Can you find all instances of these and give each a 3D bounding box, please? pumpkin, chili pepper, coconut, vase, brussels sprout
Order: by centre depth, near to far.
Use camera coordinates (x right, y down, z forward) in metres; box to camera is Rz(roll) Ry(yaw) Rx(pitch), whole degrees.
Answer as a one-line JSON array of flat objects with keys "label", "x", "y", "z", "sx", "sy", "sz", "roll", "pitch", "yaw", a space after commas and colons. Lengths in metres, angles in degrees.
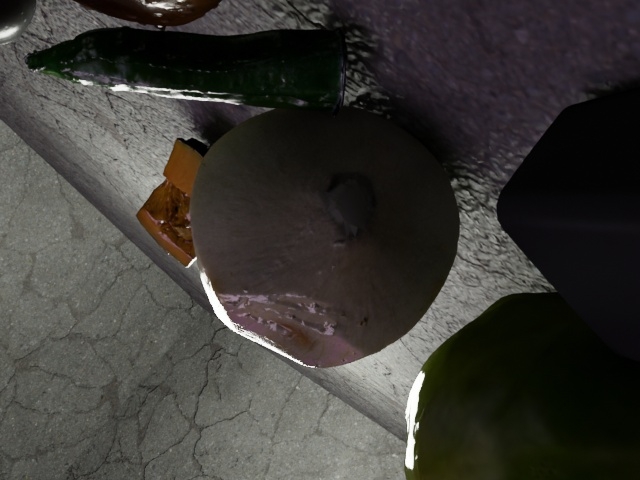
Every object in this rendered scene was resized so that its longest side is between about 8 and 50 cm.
[{"label": "chili pepper", "x": -0.096, "y": -0.125, "z": 0.487, "sx": 0.227, "sy": 0.059, "sz": 0.088, "roll": 0, "pitch": 179, "yaw": -9}, {"label": "brussels sprout", "x": 0.209, "y": 0.187, "z": 0.521, "sx": 0.344, "sy": 0.268, "sz": 0.344, "roll": 32, "pitch": 175, "yaw": 3}, {"label": "coconut", "x": -0.003, "y": -0.002, "z": 0.572, "sx": 0.241, "sy": 0.241, "sz": 0.241, "roll": 36, "pitch": 164, "yaw": 12}, {"label": "vase", "x": -0.420, "y": -0.330, "z": 0.809, "sx": 0.120, "sy": 0.120, "sz": 0.183, "roll": 34, "pitch": 149, "yaw": 16}, {"label": "pumpkin", "x": -0.154, "y": -0.073, "z": 0.920, "sx": 0.131, "sy": 0.126, "sz": 0.248, "roll": 49, "pitch": 144, "yaw": -7}]

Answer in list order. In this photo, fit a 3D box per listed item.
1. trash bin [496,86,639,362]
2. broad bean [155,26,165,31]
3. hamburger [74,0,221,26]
[{"label": "trash bin", "x": 0.213, "y": 0.002, "z": 0.297, "sx": 0.165, "sy": 0.115, "sz": 0.225, "roll": 43, "pitch": 168, "yaw": -19}, {"label": "broad bean", "x": -0.202, "y": -0.265, "z": 0.595, "sx": 0.195, "sy": 0.046, "sz": 0.061, "roll": 46, "pitch": 161, "yaw": -29}, {"label": "hamburger", "x": -0.143, "y": -0.217, "z": 0.379, "sx": 0.286, "sy": 0.146, "sz": 0.243, "roll": 18, "pitch": 176, "yaw": 25}]
